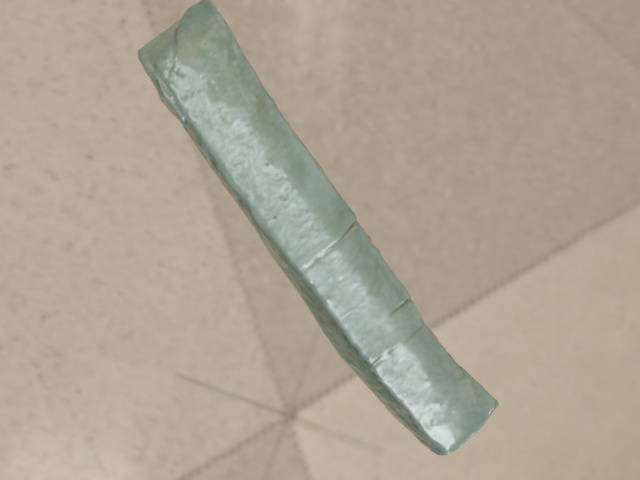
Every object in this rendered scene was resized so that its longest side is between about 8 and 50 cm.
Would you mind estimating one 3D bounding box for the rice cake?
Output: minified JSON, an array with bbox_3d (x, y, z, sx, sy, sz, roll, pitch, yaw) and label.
[{"bbox_3d":[0.000,0.000,0.864,0.045,0.042,0.245,-38,112,-9],"label":"rice cake"}]
